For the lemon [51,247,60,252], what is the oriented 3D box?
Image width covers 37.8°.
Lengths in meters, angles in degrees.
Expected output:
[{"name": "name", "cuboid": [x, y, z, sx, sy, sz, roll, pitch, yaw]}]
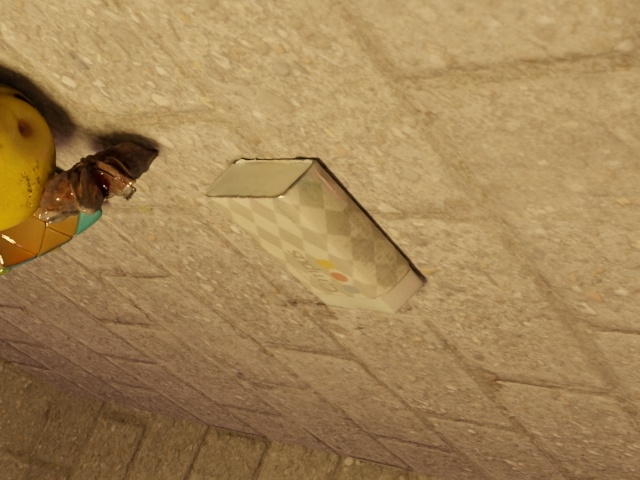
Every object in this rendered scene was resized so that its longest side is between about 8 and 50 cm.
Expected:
[{"name": "lemon", "cuboid": [-0.654, -0.011, 2.224, 0.110, 0.082, 0.082, 12, 155, 23]}]

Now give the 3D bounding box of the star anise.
[{"name": "star anise", "cuboid": [-0.392, -0.107, 1.659, 0.236, 0.229, 0.093, -121, 6, -74]}]

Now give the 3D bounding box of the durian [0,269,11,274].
[{"name": "durian", "cuboid": [-0.979, 0.035, 2.466, 0.339, 0.205, 0.256, 26, 168, -6]}]

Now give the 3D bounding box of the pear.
[{"name": "pear", "cuboid": [-0.628, -0.132, 1.648, 0.336, 0.285, 0.285, -29, 140, 8]}]

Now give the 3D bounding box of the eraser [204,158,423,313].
[{"name": "eraser", "cuboid": [0.000, 0.000, 1.657, 0.213, 0.082, 0.397, 4, 151, 39]}]

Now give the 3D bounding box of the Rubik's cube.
[{"name": "Rubik's cube", "cuboid": [-0.631, -0.094, 1.954, 0.254, 0.255, 0.254, 19, 157, 8]}]
